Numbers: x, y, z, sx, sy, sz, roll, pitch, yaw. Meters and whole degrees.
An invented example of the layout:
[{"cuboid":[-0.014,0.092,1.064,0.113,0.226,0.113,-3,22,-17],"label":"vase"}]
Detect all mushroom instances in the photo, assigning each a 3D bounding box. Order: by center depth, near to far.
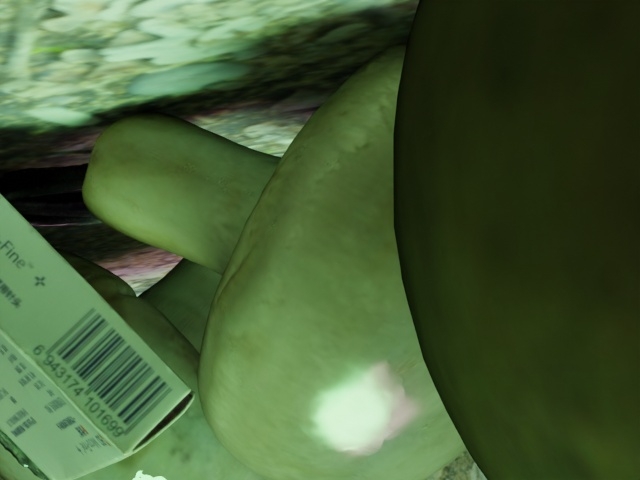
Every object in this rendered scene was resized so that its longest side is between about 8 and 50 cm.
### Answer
[{"cuboid":[0.000,0.000,0.761,0.215,0.207,0.207,25,-177,20],"label":"mushroom"},{"cuboid":[-0.108,0.081,1.097,0.243,0.243,0.243,-9,171,-1],"label":"mushroom"}]

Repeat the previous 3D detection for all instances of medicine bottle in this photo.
[{"cuboid":[-0.153,0.044,0.845,0.052,0.171,0.201,-45,-177,-20],"label":"medicine bottle"}]

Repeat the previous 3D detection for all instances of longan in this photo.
[{"cuboid":[0.160,-0.019,0.440,0.297,0.297,0.297,-9,171,-1],"label":"longan"}]

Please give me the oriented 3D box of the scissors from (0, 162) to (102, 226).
[{"cuboid":[-0.061,-0.025,0.960,0.300,0.022,0.109,-3,173,-43],"label":"scissors"}]
